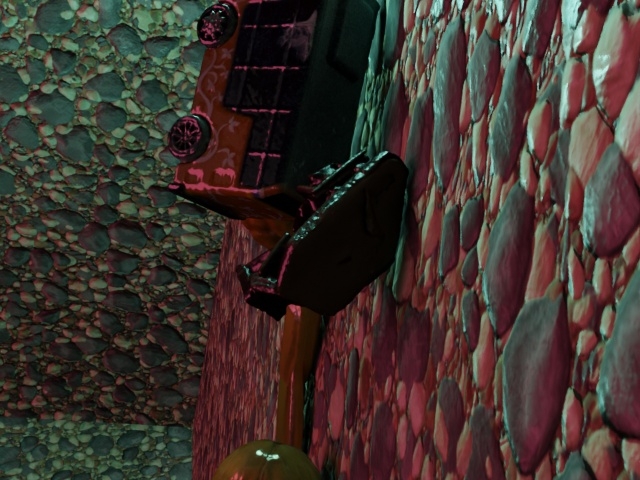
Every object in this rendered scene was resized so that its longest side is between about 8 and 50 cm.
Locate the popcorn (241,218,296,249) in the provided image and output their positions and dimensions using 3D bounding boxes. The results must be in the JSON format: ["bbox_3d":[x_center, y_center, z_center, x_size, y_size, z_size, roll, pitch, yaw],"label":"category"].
[{"bbox_3d":[-0.071,-0.097,1.405,0.226,0.203,0.200,79,-161,-60],"label":"popcorn"}]

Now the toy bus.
[{"bbox_3d":[-0.054,-0.191,1.217,0.162,0.194,0.323,25,-105,-57],"label":"toy bus"}]

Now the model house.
[{"bbox_3d":[-0.008,-0.004,1.072,0.164,0.203,0.141,18,139,52],"label":"model house"}]

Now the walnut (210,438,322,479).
[{"bbox_3d":[-0.074,0.359,1.268,0.165,0.165,0.197,-172,89,-79],"label":"walnut"}]

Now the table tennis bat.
[{"bbox_3d":[-0.041,0.223,1.492,0.224,0.054,0.368,-97,12,-53],"label":"table tennis bat"}]
